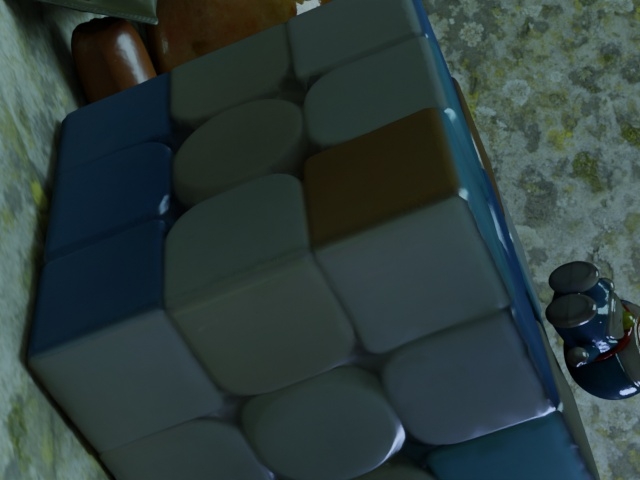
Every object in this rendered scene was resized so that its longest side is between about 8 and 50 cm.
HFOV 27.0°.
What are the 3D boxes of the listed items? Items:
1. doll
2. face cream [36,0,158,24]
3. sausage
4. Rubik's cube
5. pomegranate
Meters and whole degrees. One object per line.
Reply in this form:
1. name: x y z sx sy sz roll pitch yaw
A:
1. doll: 0.242 0.082 1.138 0.152 0.085 0.114 49 44 -40
2. face cream: -0.212 -0.263 1.320 0.341 0.137 0.084 -91 -166 -69
3. sausage: -0.180 -0.121 1.287 0.076 0.076 0.198 -85 154 -67
4. Rubik's cube: -0.005 0.045 1.121 0.344 0.346 0.347 -99 165 -52
5. pomegranate: -0.095 -0.255 1.566 0.270 0.229 0.252 62 16 -4
